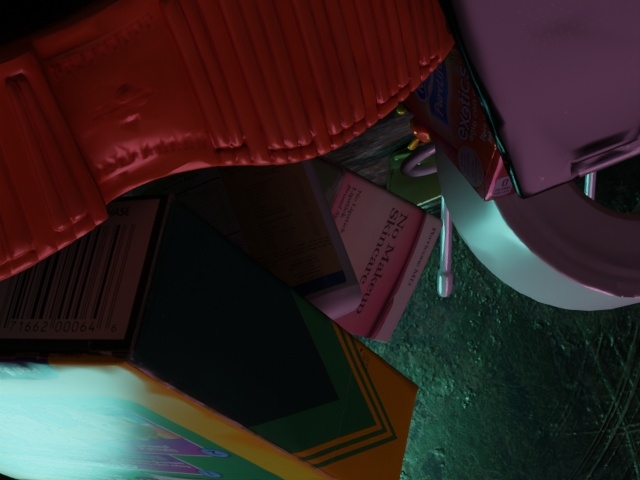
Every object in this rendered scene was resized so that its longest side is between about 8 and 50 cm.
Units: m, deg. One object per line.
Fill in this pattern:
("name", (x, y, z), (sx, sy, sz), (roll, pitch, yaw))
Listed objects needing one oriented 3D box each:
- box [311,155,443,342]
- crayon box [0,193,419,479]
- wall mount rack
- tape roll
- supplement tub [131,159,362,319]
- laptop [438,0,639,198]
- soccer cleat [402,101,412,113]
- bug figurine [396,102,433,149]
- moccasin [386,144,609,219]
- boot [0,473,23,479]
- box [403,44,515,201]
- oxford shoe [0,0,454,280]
("box", (0.000, 0.000, 1.229), (0.127, 0.148, 0.232), (26, -178, 30))
("crayon box", (-0.165, 0.087, 0.853), (0.363, 0.106, 0.313), (-2, 155, 31))
("wall mount rack", (0.247, -0.067, 1.363), (0.350, 0.130, 0.304), (-18, 168, -19))
("tape roll", (0.248, -0.084, 1.095), (0.286, 0.286, 0.100), (-20, 176, -17))
("supplement tub", (-0.065, -0.015, 0.998), (0.144, 0.199, 0.144), (-21, 175, -2))
("laptop", (0.226, -0.198, 0.567), (0.382, 0.236, 0.408), (-22, 132, 9))
("soccer cleat", (0.085, -0.151, 1.029), (0.072, 0.060, 0.179), (-10, 166, -16))
("bug figurine", (0.226, -0.164, 1.388), (0.216, 0.072, 0.279), (-32, 165, 38))
("moccasin", (0.252, -0.127, 1.659), (0.380, 0.147, 0.139), (-20, 163, 41))
("boot", (-0.202, 0.192, 1.154), (0.270, 0.089, 0.236), (-15, 169, 27))
("box", (0.200, -0.143, 0.921), (0.257, 0.128, 0.122), (-18, 145, -25))
("oxford shoe", (-0.088, -0.097, 0.664), (0.364, 0.130, 0.133), (-23, -155, -22))
